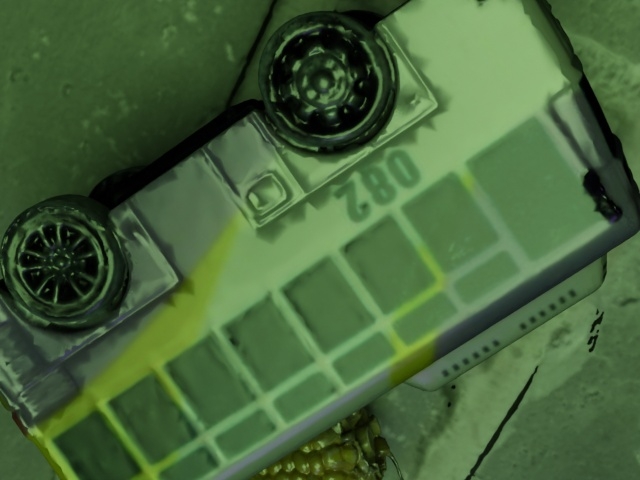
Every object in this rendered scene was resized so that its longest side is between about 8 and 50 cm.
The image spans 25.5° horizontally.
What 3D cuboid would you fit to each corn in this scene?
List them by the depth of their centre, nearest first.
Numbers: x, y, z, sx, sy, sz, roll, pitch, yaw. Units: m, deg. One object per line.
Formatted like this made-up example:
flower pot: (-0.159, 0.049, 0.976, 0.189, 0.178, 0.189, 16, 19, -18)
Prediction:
corn: (-0.085, 0.216, 1.125, 0.305, 0.106, 0.106, -28, 106, 19)

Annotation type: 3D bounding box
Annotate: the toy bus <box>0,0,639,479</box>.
toy bus: (0.000, 0.000, 0.955, 0.440, 0.209, 0.249, -34, 93, 12)
